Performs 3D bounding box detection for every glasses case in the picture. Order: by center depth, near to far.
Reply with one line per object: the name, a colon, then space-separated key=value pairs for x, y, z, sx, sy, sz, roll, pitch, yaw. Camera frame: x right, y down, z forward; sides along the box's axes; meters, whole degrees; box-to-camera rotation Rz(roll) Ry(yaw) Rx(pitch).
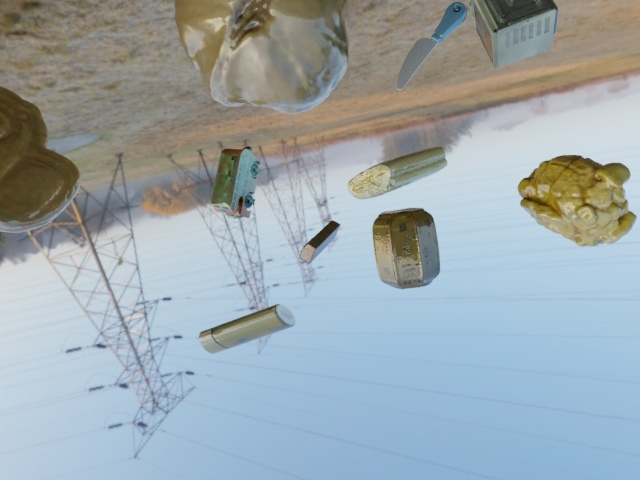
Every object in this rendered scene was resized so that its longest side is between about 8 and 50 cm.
glasses case: x=0.000 y=0.000 z=1.570 sx=0.049 sy=0.075 sz=0.218 roll=31 pitch=-144 yaw=11

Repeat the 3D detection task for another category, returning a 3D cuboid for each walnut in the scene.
walnut: x=-0.108 y=-0.435 z=0.864 sx=0.384 sy=0.383 sz=0.383 roll=-14 pitch=-166 yaw=4

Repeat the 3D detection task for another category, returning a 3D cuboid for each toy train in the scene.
toy train: x=-0.210 y=-0.148 z=1.067 sx=0.072 sy=0.188 sz=0.099 roll=9 pitch=179 yaw=32

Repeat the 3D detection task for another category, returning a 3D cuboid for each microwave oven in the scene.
microwave oven: x=0.548 y=-0.650 z=1.220 sx=0.194 sy=0.240 sz=0.145 roll=-18 pitch=148 yaw=18

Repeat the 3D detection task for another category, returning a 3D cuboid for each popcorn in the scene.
popcorn: x=0.454 y=-0.071 z=0.762 sx=0.140 sy=0.194 sz=0.163 roll=-41 pitch=150 yaw=2

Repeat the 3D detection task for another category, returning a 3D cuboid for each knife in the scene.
knife: x=0.265 y=-0.484 z=1.060 sx=0.244 sy=0.058 sz=0.032 roll=-47 pitch=165 yaw=13

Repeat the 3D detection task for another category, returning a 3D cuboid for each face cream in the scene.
face cream: x=-0.227 y=0.266 z=1.268 sx=0.285 sy=0.067 sz=0.139 roll=-21 pitch=151 yaw=13

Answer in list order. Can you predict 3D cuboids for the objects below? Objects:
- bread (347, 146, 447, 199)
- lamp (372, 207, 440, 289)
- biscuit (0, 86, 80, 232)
bread: x=0.161 y=-0.139 z=0.884 sx=0.178 sy=0.060 sz=0.139 roll=-23 pitch=-177 yaw=-32
lamp: x=0.206 y=0.016 z=1.033 sx=0.161 sy=0.185 sz=0.161 roll=-7 pitch=-171 yaw=1
biscuit: x=-0.571 y=-0.154 z=0.652 sx=0.051 sy=0.376 sz=0.269 roll=-40 pitch=-154 yaw=50
